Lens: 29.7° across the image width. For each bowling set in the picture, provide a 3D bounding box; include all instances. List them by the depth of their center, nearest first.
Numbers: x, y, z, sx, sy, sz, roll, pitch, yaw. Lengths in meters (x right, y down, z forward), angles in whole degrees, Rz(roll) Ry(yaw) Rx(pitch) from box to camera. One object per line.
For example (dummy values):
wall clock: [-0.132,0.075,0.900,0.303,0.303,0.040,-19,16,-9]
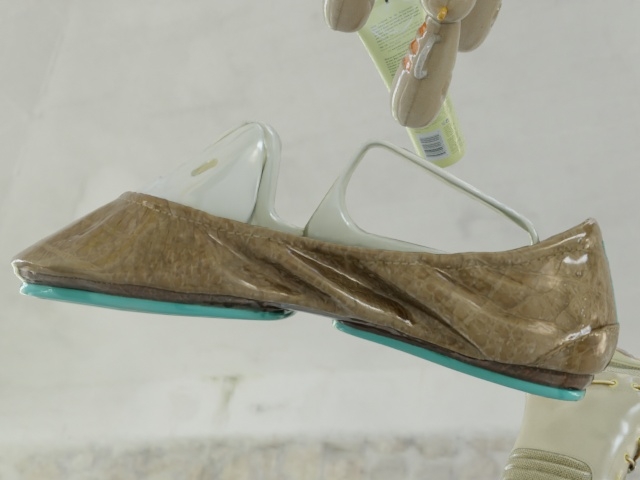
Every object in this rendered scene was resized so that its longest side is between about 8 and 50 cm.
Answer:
bowling set: [0.060,-0.232,0.876,0.200,0.287,0.154,24,-45,8]

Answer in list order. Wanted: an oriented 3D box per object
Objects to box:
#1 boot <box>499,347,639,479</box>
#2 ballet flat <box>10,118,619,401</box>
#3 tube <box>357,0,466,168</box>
boot: [0.326,0.217,1.244,0.262,0.203,0.095,19,-39,6]
ballet flat: [0.000,0.000,0.681,0.342,0.124,0.116,10,2,8]
tube: [0.111,-0.190,1.406,0.062,0.070,0.240,7,-38,34]
